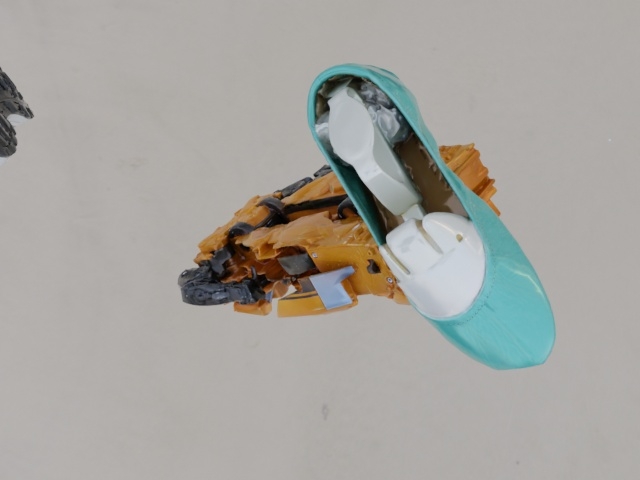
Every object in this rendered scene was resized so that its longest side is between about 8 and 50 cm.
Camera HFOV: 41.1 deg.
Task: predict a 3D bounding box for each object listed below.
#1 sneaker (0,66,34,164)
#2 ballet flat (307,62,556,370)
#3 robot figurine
[{"bbox_3d":[-0.392,-0.136,0.941,0.108,0.271,0.100,-31,115,5],"label":"sneaker"},{"bbox_3d":[0.057,-0.019,0.555,0.083,0.087,0.247,-42,64,27],"label":"ballet flat"},{"bbox_3d":[0.000,0.000,0.743,0.291,0.211,0.085,-10,117,51],"label":"robot figurine"}]
